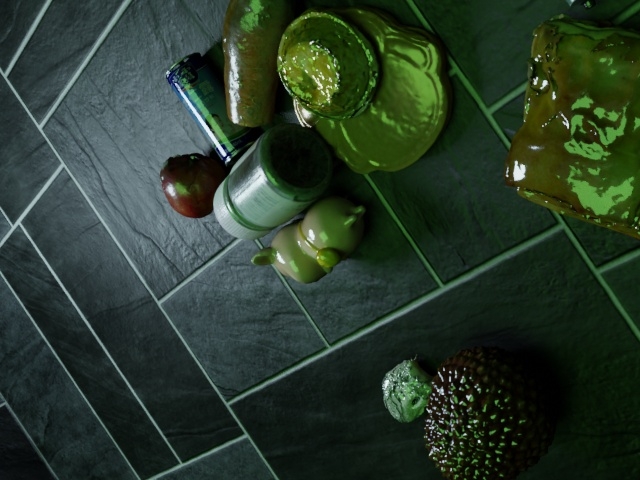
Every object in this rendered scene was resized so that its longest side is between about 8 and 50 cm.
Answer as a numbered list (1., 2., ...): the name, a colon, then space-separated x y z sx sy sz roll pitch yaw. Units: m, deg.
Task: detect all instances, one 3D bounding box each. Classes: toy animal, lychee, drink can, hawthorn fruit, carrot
1. toy animal: -0.002 0.000 1.631 0.248 0.165 0.149 -28 89 37
2. lychee: 0.306 0.341 1.492 0.271 0.271 0.271 18 122 31
3. drink can: -0.229 -0.280 1.703 0.097 0.097 0.235 -36 87 43
4. hawthorn fruit: -0.285 -0.116 1.804 0.148 0.148 0.172 24 133 27
5. carrot: -0.129 -0.369 1.554 0.139 0.139 0.301 28 127 24

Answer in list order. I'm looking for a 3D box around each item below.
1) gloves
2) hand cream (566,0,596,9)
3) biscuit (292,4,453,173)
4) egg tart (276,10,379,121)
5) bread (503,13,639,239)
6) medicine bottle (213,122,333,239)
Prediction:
1. gloves: 0.183 0.323 1.708 0.114 0.070 0.153 41 133 13
2. hand cream: 0.348 -0.457 1.186 0.075 0.052 0.247 -25 96 42
3. biscuit: 0.078 -0.280 1.489 0.351 0.057 0.312 34 128 19
4. egg tart: 0.001 -0.309 1.439 0.213 0.090 0.212 19 126 28
5. bread: 0.424 -0.156 1.204 0.278 0.167 0.324 21 125 28
6. medicine bottle: -0.102 -0.113 1.616 0.165 0.165 0.273 56 146 0
